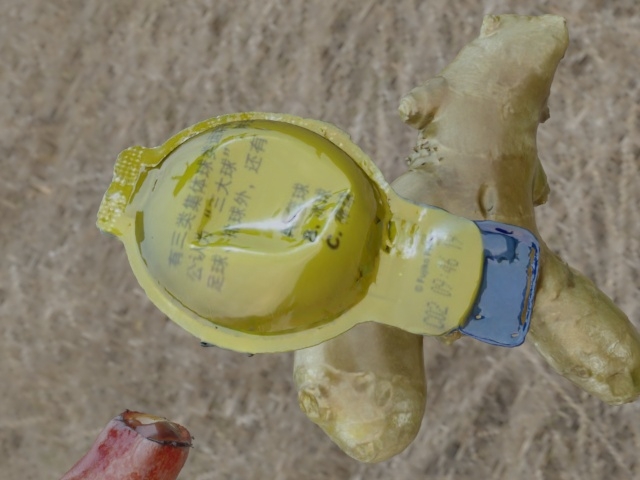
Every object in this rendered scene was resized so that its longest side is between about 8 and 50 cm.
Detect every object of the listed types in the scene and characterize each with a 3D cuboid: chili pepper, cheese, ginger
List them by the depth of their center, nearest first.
[{"bbox_3d":[0.000,0.000,0.894,0.069,0.270,0.177,101,-177,-58],"label":"cheese"},{"bbox_3d":[-0.179,0.218,1.159,0.084,0.086,0.192,32,83,25],"label":"chili pepper"},{"bbox_3d":[0.105,-0.010,1.204,0.122,0.363,0.348,-28,73,59],"label":"ginger"}]
